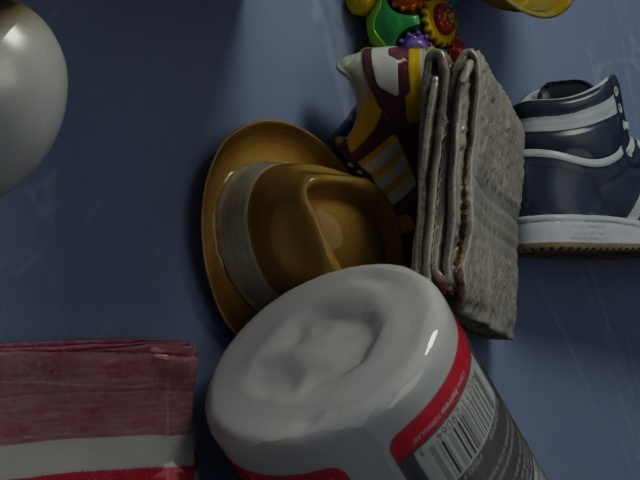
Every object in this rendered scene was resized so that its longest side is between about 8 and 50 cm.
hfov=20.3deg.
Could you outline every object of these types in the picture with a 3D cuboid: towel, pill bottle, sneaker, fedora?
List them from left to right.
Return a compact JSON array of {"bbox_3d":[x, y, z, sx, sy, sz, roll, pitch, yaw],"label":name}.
[{"bbox_3d":[-0.154,0.224,1.085,0.237,0.037,0.329,0,82,-47],"label":"towel"},{"bbox_3d":[0.000,0.000,1.272,0.194,0.079,0.194,13,71,-45],"label":"fedora"},{"bbox_3d":[0.053,-0.062,1.364,0.069,0.084,0.185,-77,165,-63],"label":"sneaker"},{"bbox_3d":[0.067,0.185,1.224,0.318,0.176,0.176,59,44,-31],"label":"pill bottle"},{"bbox_3d":[0.118,-0.026,1.337,0.282,0.049,0.187,27,67,-74],"label":"towel"},{"bbox_3d":[0.263,-0.062,1.566,0.282,0.099,0.153,1,83,-45],"label":"sneaker"}]

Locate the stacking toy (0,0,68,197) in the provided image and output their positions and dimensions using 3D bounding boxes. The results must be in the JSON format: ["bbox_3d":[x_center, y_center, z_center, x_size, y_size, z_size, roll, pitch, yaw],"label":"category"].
[{"bbox_3d":[-0.220,-0.255,0.985,0.350,0.350,0.480,-22,117,-48],"label":"stacking toy"}]

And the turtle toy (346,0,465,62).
[{"bbox_3d":[0.077,-0.152,1.401,0.095,0.066,0.130,-5,86,-49],"label":"turtle toy"}]

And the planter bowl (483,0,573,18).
[{"bbox_3d":[0.117,-0.269,1.446,0.217,0.090,0.217,24,57,-45],"label":"planter bowl"}]
